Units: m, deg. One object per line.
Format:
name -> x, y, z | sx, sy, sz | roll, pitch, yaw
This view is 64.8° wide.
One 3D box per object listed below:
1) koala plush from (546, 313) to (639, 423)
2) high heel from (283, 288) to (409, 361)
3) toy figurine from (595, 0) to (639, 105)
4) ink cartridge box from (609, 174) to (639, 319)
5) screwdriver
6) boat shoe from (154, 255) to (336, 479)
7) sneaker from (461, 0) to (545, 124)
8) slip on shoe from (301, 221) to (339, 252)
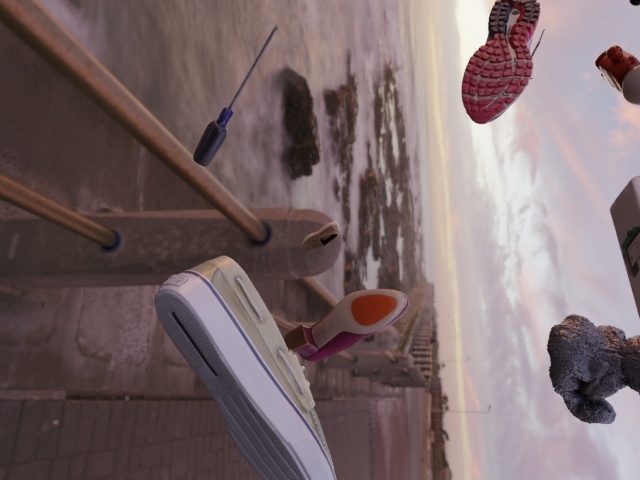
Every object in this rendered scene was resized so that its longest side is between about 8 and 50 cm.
koala plush -> 0.551, 0.223, 0.906 | 0.203, 0.221, 0.196 | 40, 62, -31
high heel -> 0.090, 0.239, 1.413 | 0.181, 0.377, 0.127 | 34, 40, -55
toy figurine -> 0.532, -0.296, 0.715 | 0.148, 0.209, 0.213 | -86, -178, -57
ink cartridge box -> 0.521, 0.021, 0.698 | 0.093, 0.160, 0.220 | 77, 14, -61
screwdriver -> -0.090, -0.154, 0.542 | 0.170, 0.024, 0.025 | -56, -175, 12
boat shoe -> -0.057, 0.153, 0.540 | 0.094, 0.109, 0.302 | -38, 103, -42
sneaker -> 0.362, -0.343, 0.992 | 0.299, 0.120, 0.112 | -63, 158, -22
slip on shoe -> 0.000, 0.000, 1.406 | 0.051, 0.135, 0.041 | 34, 33, -40
